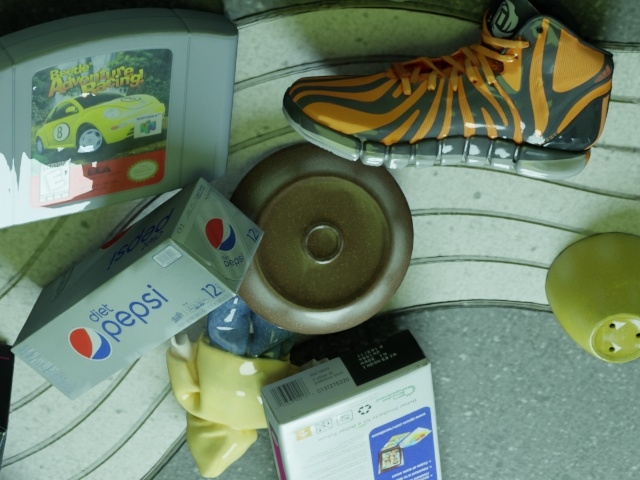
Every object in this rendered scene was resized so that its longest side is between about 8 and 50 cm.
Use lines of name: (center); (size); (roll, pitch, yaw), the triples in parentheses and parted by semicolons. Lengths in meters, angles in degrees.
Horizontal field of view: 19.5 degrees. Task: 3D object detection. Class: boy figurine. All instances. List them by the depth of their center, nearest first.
boy figurine: (-0.080, 0.140, 2.005); (0.177, 0.092, 0.285); (7, 128, -8)

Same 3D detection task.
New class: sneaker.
sneaker: (0.129, -0.167, 1.773); (0.321, 0.124, 0.180); (2, 124, -18)

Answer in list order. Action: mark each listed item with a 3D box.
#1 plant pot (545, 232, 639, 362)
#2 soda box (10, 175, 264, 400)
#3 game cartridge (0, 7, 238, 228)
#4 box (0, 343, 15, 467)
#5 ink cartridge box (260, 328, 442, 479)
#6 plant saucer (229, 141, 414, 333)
plant pot: (0.310, 0.074, 1.969); (0.134, 0.095, 0.134); (-1, 128, -2)
soda box: (-0.188, 0.052, 1.874); (0.091, 0.098, 0.286); (41, 133, -18)
game cartridge: (-0.216, -0.119, 1.748); (0.294, 0.060, 0.196); (-14, 128, -25)
box: (-0.462, 0.195, 1.996); (0.247, 0.142, 0.163); (9, 128, -10)
ink cartridge box: (0.046, 0.264, 2.073); (0.175, 0.069, 0.371); (-21, 136, -11)
plant saucer: (0.000, 0.000, 1.876); (0.198, 0.036, 0.199); (-1, 98, -9)
